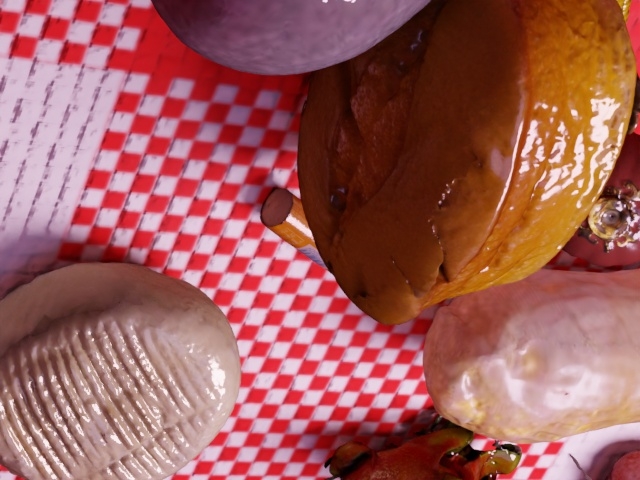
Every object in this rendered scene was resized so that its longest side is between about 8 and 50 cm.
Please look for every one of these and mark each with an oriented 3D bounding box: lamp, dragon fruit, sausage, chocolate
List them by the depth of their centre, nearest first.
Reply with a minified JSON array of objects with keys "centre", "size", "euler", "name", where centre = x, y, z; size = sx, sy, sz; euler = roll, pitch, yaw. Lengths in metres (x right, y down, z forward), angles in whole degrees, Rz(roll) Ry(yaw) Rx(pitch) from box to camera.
[{"centre":[0.000,0.000,1.312],"size":[0.031,0.031,0.107],"euler":[-40,136,14],"name":"sausage"},{"centre":[0.204,-0.031,1.337],"size":[0.101,0.090,0.101],"euler":[3,113,7],"name":"lamp"},{"centre":[0.210,0.081,1.420],"size":[0.309,0.134,0.134],"euler":[-4,132,-27],"name":"chocolate"},{"centre":[0.079,0.194,1.482],"size":[0.175,0.138,0.142],"euler":[-39,-175,-29],"name":"dragon fruit"}]

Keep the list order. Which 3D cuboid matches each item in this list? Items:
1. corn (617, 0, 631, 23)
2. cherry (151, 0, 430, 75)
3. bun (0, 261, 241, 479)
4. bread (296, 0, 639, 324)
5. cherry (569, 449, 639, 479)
[{"centre":[0.165,-0.179,1.195],"size":[0.072,0.072,0.203],"euler":[-15,137,-12],"name":"corn"},{"centre":[-0.013,-0.197,1.010],"size":[0.266,0.184,0.213],"euler":[-13,138,-10],"name":"cherry"},{"centre":[-0.149,0.088,1.277],"size":[0.188,0.111,0.164],"euler":[-29,119,7],"name":"bun"},{"centre":[0.078,-0.072,1.166],"size":[0.142,0.195,0.270],"euler":[-9,143,-29],"name":"bread"},{"centre":[0.284,0.223,1.613],"size":[0.126,0.087,0.106],"euler":[-14,139,-9],"name":"cherry"}]
